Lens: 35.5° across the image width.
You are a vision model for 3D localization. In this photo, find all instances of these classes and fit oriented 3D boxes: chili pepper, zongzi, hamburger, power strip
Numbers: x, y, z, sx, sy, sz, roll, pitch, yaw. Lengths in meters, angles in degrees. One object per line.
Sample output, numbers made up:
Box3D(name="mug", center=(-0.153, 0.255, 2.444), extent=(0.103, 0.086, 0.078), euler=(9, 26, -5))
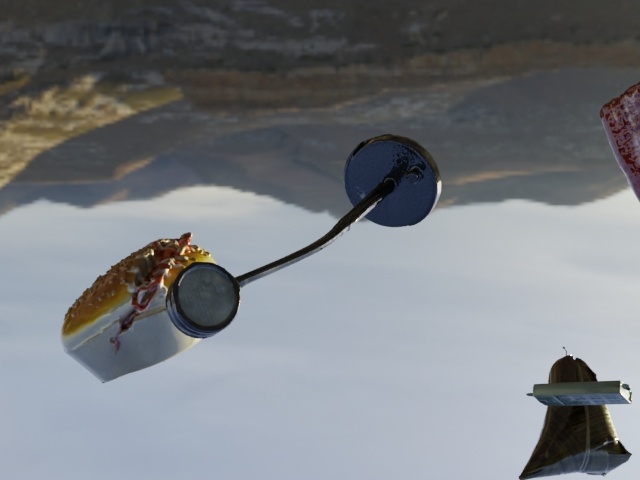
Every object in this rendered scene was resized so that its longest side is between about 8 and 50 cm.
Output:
Box3D(name="chili pepper", center=(0.486, -0.050, 1.270), extent=(0.131, 0.338, 0.134), euler=(-34, 168, 31))
Box3D(name="zongzi", center=(0.337, 0.253, 1.455), extent=(0.184, 0.187, 0.084), euler=(-1, 148, -25))
Box3D(name="hamburger", center=(-0.259, 0.090, 1.457), extent=(0.227, 0.151, 0.295), euler=(-26, -167, 8))
Box3D(name="power strip", center=(0.326, 0.195, 1.270), extent=(0.136, 0.019, 0.051), euler=(-8, 153, 32))

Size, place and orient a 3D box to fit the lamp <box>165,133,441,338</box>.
Box3D(name="lamp", center=(-0.019, 0.009, 1.044), extent=(0.371, 0.130, 0.108), euler=(-41, -172, -36))
